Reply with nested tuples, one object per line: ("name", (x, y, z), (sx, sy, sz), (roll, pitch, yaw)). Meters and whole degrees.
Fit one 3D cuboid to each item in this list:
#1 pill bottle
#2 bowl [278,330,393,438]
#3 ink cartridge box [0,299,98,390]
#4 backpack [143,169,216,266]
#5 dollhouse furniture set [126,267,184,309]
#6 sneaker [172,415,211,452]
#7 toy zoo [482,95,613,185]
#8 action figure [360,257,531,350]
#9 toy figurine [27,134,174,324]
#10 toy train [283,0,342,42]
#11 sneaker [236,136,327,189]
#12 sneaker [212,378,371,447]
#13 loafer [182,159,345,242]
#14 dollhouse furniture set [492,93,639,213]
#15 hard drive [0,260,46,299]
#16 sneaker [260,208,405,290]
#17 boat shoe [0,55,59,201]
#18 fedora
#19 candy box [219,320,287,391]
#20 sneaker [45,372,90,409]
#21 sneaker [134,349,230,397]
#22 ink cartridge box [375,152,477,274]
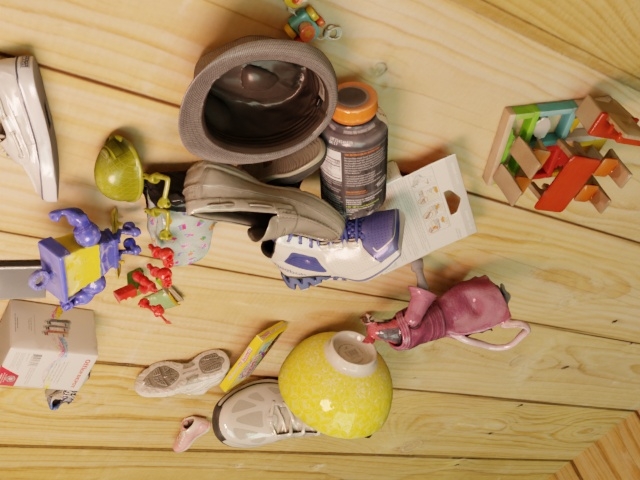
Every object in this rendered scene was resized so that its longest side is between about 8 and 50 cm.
("pill bottle", (0.060, -0.168, 1.356), (0.130, 0.130, 0.246), (-13, 139, -9))
("bowl", (0.057, 0.310, 1.768), (0.289, 0.289, 0.156), (3, 128, -26))
("ink cartridge box", (-0.565, 0.218, 1.516), (0.176, 0.127, 0.128), (14, 128, -34))
("backpack", (-0.263, -0.041, 1.373), (0.151, 0.115, 0.182), (-4, 139, -23))
("dollhouse furniture set", (-0.348, 0.121, 1.556), (0.076, 0.059, 0.152), (-25, 139, 5))
("sneaker", (-0.365, 0.519, 1.991), (0.134, 0.051, 0.070), (-39, 135, 15))
("toy zoo", (0.504, -0.213, 1.571), (0.293, 0.030, 0.192), (-8, 138, -15))
("action figure", (0.259, 0.205, 1.761), (0.370, 0.276, 0.248), (-15, 147, -28))
("toy figurine", (-0.395, 0.025, 1.274), (0.217, 0.191, 0.363), (-26, 142, -36))
("toy train", (0.001, -0.377, 1.168), (0.125, 0.046, 0.166), (-9, 138, -13))
("sneaker", (-0.051, -0.131, 1.368), (0.222, 0.083, 0.118), (-17, 156, 39))
("sneaker", (-0.033, 0.426, 1.864), (0.447, 0.169, 0.257), (1, 169, -35))
("loafer", (-0.097, -0.044, 1.316), (0.319, 0.112, 0.112), (17, 155, -27))
("dollhouse furniture set", (0.537, -0.155, 1.518), (0.261, 0.135, 0.259), (3, 134, -26))
("hard drive", (-0.602, 0.077, 1.429), (0.135, 0.022, 0.094), (-1, 135, -22))
("sneaker", (-0.001, 0.000, 1.478), (0.315, 0.128, 0.182), (-18, 140, 33))
("boat shoe", (-0.471, -0.172, 1.171), (0.084, 0.095, 0.258), (-6, 127, -11))
("fedora", (-0.110, -0.247, 1.203), (0.275, 0.124, 0.244), (-8, 140, -22))
("candy box", (-0.164, 0.282, 1.797), (0.105, 0.027, 0.206), (-21, 153, -53))
("sneaker", (-0.580, 0.348, 1.707), (0.135, 0.058, 0.052), (-38, 137, 18))
("sneaker", (-0.330, 0.346, 1.790), (0.232, 0.090, 0.115), (-10, 142, -11))
("ink cartridge box", (0.194, -0.066, 1.581), (0.238, 0.060, 0.275), (-25, 139, 4))
